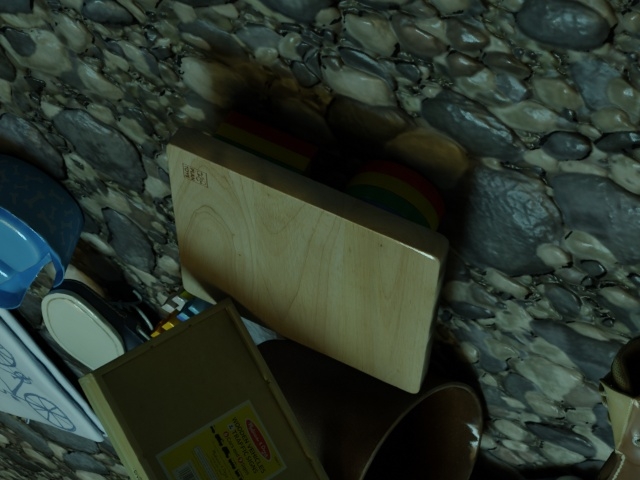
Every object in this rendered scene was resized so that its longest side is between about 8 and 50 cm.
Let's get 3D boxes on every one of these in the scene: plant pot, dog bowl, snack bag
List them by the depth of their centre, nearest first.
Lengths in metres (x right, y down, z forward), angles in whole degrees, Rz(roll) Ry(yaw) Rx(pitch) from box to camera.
[{"bbox_3d":[0.016,0.199,1.574,0.230,0.215,0.215,27,155,35],"label":"plant pot"},{"bbox_3d":[-0.372,-0.012,1.710,0.166,0.074,0.297,40,151,-17],"label":"dog bowl"},{"bbox_3d":[-0.493,0.162,2.146,0.343,0.037,0.323,8,144,41],"label":"snack bag"}]

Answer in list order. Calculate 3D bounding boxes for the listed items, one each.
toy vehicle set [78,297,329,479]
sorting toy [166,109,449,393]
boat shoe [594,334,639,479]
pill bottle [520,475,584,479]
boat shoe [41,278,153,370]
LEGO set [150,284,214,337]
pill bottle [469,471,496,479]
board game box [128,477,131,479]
[{"bbox_3d":[-0.092,0.206,1.395,0.035,0.166,0.266,-31,87,56],"label":"toy vehicle set"},{"bbox_3d":[0.000,0.000,1.357,0.255,0.089,0.257,23,151,13],"label":"sorting toy"},{"bbox_3d":[0.302,0.126,1.261,0.120,0.122,0.324,33,144,6],"label":"boat shoe"},{"bbox_3d":[0.255,0.288,1.602,0.067,0.067,0.120,41,150,-18],"label":"pill bottle"},{"bbox_3d":[-0.240,0.116,1.780,0.095,0.079,0.254,-5,141,35],"label":"boat shoe"},{"bbox_3d":[-0.111,0.089,1.610,0.093,0.087,0.227,37,152,-11],"label":"LEGO set"},{"bbox_3d":[0.185,0.349,1.690,0.219,0.123,0.123,52,148,-11],"label":"pill bottle"},{"bbox_3d":[-0.152,0.431,2.141,0.275,0.142,0.144,23,151,15],"label":"board game box"}]
